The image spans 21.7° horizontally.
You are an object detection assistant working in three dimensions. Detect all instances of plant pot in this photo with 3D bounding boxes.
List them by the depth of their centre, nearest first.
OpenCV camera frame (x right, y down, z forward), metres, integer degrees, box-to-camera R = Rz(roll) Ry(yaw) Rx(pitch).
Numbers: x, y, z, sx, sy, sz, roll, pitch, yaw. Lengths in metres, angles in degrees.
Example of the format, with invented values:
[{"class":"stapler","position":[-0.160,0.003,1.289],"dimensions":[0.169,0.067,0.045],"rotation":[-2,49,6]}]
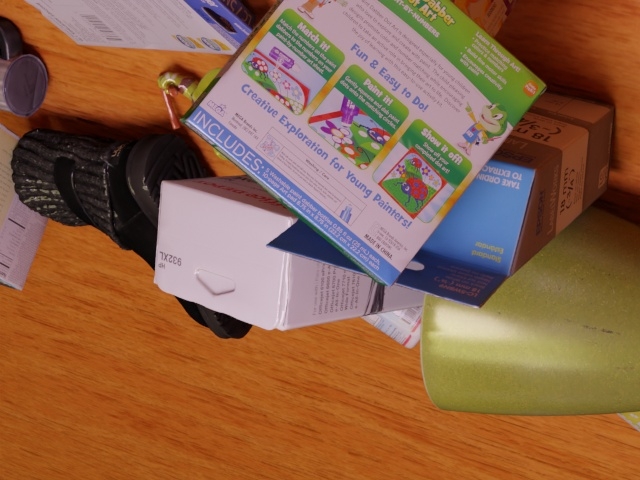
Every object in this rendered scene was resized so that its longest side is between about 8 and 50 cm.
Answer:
[{"class":"plant pot","position":[0.296,0.082,1.829],"dimensions":[0.293,0.275,0.275],"rotation":[11,139,24]}]

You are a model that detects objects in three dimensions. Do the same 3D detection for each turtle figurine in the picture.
[{"class":"turtle figurine","position":[-0.096,-0.127,2.038],"dimensions":[0.269,0.087,0.217],"rotation":[52,168,3]}]

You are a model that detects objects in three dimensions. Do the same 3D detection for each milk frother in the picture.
[{"class":"milk frother","position":[-0.460,-0.215,2.193],"dimensions":[0.134,0.143,0.129],"rotation":[12,133,32]}]

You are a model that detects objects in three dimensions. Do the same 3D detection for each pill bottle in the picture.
[{"class":"pill bottle","position":[0.074,0.061,2.137],"dimensions":[0.160,0.087,0.087],"rotation":[34,146,1]}]

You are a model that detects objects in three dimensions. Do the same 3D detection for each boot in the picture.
[{"class":"boot","position":[-0.244,-0.014,2.270],"dimensions":[0.260,0.131,0.348],"rotation":[1,130,37]}]

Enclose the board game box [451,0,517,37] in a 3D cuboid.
[{"class":"board game box","position":[0.061,-0.302,1.658],"dimensions":[0.142,0.144,0.275],"rotation":[-3,131,40]}]

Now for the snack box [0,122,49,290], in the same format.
[{"class":"snack box","position":[-0.464,-0.066,2.227],"dimensions":[0.060,0.187,0.322],"rotation":[15,169,23]}]

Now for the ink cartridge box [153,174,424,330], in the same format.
[{"class":"ink cartridge box","position":[0.000,0.000,1.891],"dimensions":[0.223,0.307,0.129],"rotation":[17,107,44]}]

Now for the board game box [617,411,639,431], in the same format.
[{"class":"board game box","position":[0.477,0.165,1.968],"dimensions":[0.213,0.046,0.317],"rotation":[38,145,-6]}]

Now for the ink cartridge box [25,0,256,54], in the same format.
[{"class":"ink cartridge box","position":[-0.209,-0.283,1.925],"dimensions":[0.311,0.065,0.186],"rotation":[10,163,34]}]

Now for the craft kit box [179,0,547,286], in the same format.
[{"class":"craft kit box","position":[0.041,-0.129,1.555],"dimensions":[0.250,0.247,0.061],"rotation":[40,176,-11]}]

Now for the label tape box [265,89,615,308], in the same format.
[{"class":"label tape box","position":[0.130,-0.070,1.708],"dimensions":[0.240,0.333,0.106],"rotation":[15,118,25]}]
